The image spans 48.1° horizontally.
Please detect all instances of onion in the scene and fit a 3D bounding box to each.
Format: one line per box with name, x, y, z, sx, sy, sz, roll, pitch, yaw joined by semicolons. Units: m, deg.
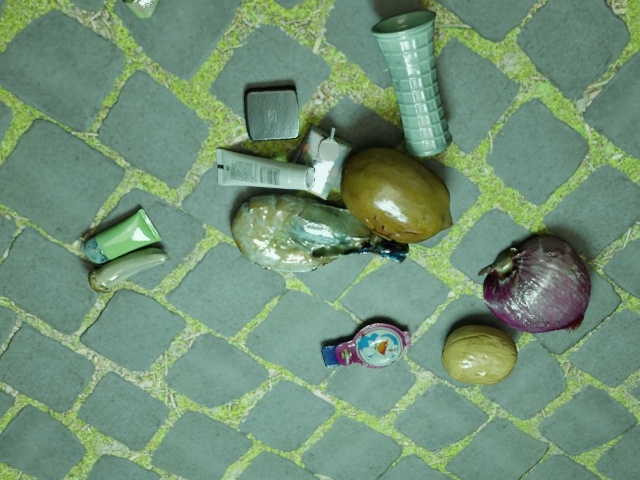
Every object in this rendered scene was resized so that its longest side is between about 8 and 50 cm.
onion;0.600;0.161;1.858;0.349;0.159;0.267;37;112;-19

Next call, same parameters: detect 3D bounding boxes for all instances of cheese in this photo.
cheese;0.125;0.294;1.942;0.244;0.062;0.155;-12;119;3

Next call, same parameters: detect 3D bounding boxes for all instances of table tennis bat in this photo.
table tennis bat;0.022;-0.219;1.640;0.050;0.007;0.083;8;114;-8

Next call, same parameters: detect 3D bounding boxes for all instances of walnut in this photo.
walnut;0.421;0.305;1.917;0.197;0.165;0.165;7;116;2
walnut;0.181;-0.096;1.667;0.298;0.203;0.203;30;111;-10

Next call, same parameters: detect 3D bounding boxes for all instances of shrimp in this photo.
shrimp;0.000;0.000;1.768;0.446;0.110;0.221;8;122;-4

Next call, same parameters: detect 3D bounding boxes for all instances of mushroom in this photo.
mushroom;-0.475;0.068;1.776;0.209;0.084;0.071;-23;85;5

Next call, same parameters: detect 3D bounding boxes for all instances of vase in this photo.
vase;0.213;-0.342;1.594;0.143;0.143;0.299;-15;120;3

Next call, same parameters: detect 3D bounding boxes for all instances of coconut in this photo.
coconut;-0.370;-0.513;1.493;0.083;0.082;0.081;11;155;34

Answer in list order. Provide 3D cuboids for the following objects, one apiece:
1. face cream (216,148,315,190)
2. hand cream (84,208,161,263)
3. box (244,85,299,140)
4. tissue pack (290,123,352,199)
face cream;-0.133;-0.157;1.669;0.244;0.058;0.092;9;116;20
hand cream;-0.490;-0.003;1.760;0.175;0.046;0.095;-26;115;2
box;-0.112;-0.291;1.653;0.125;0.027;0.126;-3;118;0
tissue pack;-0.006;-0.184;1.692;0.109;0.060;0.148;22;114;-16
